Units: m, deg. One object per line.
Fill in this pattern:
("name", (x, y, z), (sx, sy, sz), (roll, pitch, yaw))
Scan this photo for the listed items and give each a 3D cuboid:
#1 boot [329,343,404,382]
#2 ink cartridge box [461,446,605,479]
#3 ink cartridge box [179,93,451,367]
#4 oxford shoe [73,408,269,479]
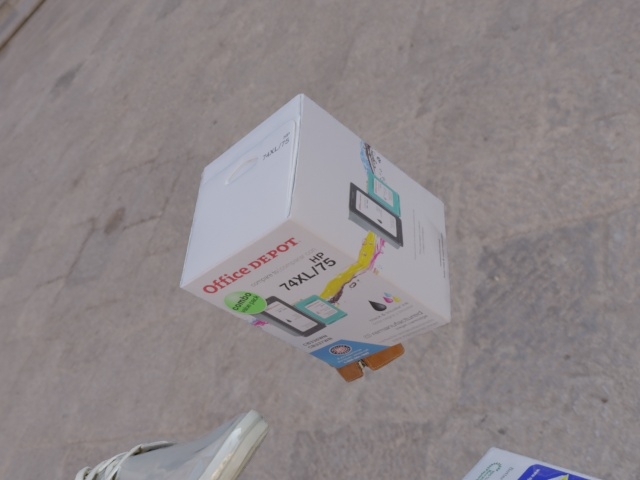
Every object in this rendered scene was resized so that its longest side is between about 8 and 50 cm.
("boot", (0.079, 0.113, 1.196), (0.283, 0.220, 0.109), (-34, 7, 23))
("ink cartridge box", (0.238, 0.294, 0.610), (0.176, 0.069, 0.371), (-36, 13, -27))
("ink cartridge box", (0.000, 0.000, 0.880), (0.198, 0.270, 0.197), (-30, 41, 36))
("oxford shoe", (-0.229, 0.308, 0.799), (0.449, 0.130, 0.169), (-41, -3, 30))
